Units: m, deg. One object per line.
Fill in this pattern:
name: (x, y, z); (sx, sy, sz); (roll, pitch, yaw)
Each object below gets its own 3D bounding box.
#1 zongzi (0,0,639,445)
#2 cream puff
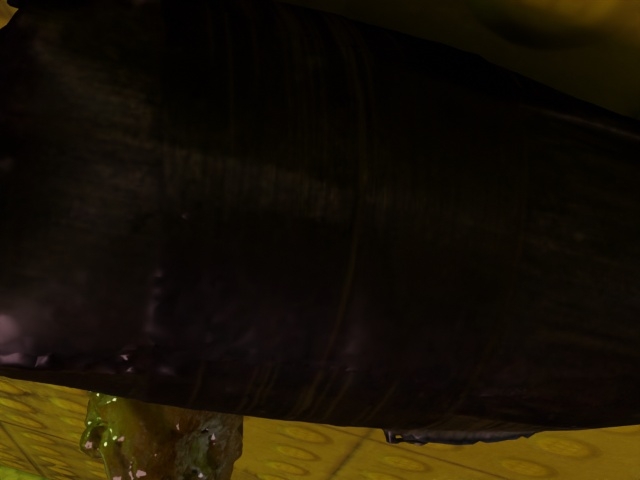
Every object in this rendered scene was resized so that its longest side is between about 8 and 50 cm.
zongzi: (0.000, 0.000, 0.541); (0.404, 0.207, 0.432); (10, 175, -14)
cream puff: (-0.198, 0.215, 1.041); (0.195, 0.194, 0.221); (1, 162, 26)
